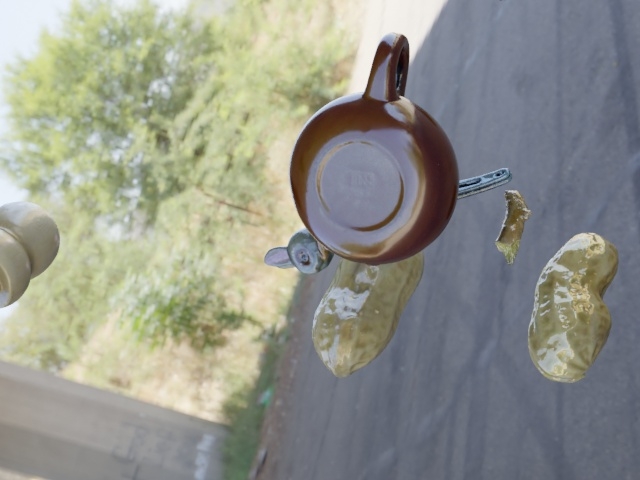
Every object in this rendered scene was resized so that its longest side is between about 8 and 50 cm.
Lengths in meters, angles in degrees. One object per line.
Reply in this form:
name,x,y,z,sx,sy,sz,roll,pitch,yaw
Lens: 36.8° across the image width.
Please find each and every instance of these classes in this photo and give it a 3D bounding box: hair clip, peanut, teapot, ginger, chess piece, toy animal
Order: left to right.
chess piece,-0.489,0.055,1.380,0.300,0.167,0.167,-52,-11,-50
toy animal,0.002,0.003,1.828,0.251,0.127,0.125,-40,22,25
peanut,0.079,0.097,1.665,0.313,0.152,0.152,-58,-2,-34
teapot,0.062,-0.088,0.993,0.135,0.178,0.252,-37,-43,-68
hair clip,0.165,-0.083,1.525,0.048,0.275,0.083,-96,0,-50
ginger,0.348,-0.025,1.750,0.057,0.044,0.137,157,128,-76
peanut,0.467,0.115,1.771,0.147,0.147,0.306,119,169,-59
